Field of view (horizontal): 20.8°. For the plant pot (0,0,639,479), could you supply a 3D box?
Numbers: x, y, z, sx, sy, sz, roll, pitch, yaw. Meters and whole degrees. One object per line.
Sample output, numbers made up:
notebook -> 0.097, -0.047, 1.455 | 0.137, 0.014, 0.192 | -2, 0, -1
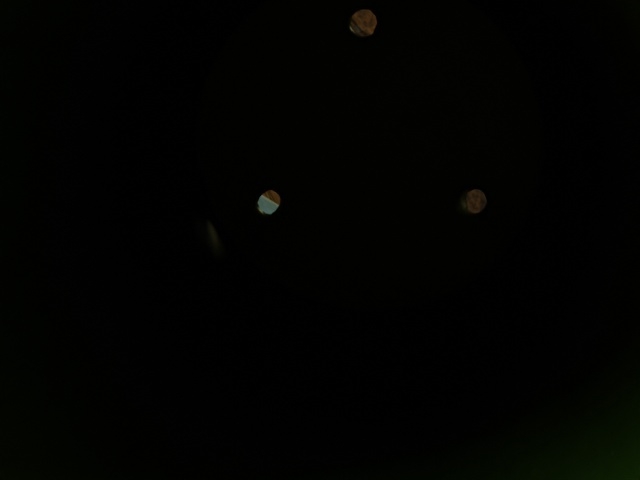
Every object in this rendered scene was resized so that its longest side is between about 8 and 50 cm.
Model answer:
plant pot -> 0.000, 0.000, 0.529 | 0.275, 0.275, 0.293 | 57, 14, -7

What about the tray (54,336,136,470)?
tray -> -0.156, -0.073, 0.716 | 0.411, 0.076, 0.203 | 59, 19, 8

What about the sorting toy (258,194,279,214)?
sorting toy -> -0.022, 0.043, 1.060 | 0.255, 0.089, 0.257 | 37, -3, -37
